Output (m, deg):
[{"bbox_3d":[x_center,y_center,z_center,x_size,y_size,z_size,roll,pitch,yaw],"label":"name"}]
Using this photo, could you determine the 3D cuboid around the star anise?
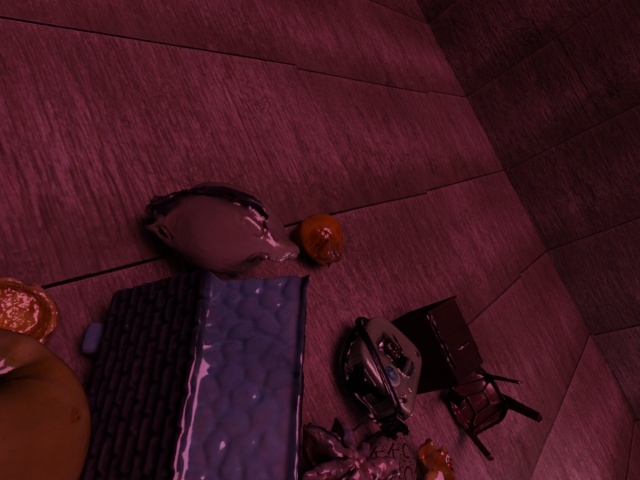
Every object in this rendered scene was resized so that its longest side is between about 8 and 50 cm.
[{"bbox_3d":[0.052,0.411,0.755,0.237,0.093,0.229,25,21,-28],"label":"star anise"}]

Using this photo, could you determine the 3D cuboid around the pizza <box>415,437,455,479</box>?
[{"bbox_3d":[0.280,0.655,0.914,0.440,0.130,0.405,5,71,-44],"label":"pizza"}]

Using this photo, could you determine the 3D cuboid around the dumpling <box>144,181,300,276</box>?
[{"bbox_3d":[-0.170,-0.037,0.785,0.293,0.163,0.204,16,27,10],"label":"dumpling"}]

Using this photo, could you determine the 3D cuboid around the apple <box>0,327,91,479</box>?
[{"bbox_3d":[-0.375,0.216,0.413,0.263,0.262,0.262,24,52,-35],"label":"apple"}]

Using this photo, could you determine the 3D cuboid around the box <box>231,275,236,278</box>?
[{"bbox_3d":[-0.163,0.027,0.910,0.050,0.036,0.117,51,40,-10],"label":"box"}]

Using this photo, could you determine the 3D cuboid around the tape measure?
[{"bbox_3d":[0.137,0.291,0.976,0.207,0.115,0.235,46,34,-7],"label":"tape measure"}]

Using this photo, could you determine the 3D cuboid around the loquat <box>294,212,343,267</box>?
[{"bbox_3d":[0.000,0.000,1.044,0.137,0.113,0.137,56,17,-28],"label":"loquat"}]

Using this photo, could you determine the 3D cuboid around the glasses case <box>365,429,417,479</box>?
[{"bbox_3d":[0.087,0.518,0.836,0.355,0.085,0.137,-23,83,-50],"label":"glasses case"}]

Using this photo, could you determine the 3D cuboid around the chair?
[{"bbox_3d":[0.459,0.456,1.235,0.175,0.183,0.326,63,-4,4],"label":"chair"}]

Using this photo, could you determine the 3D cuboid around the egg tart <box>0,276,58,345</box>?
[{"bbox_3d":[-0.430,0.107,0.582,0.129,0.049,0.128,22,54,-34],"label":"egg tart"}]

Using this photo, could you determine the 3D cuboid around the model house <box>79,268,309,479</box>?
[{"bbox_3d":[-0.190,0.251,0.611,0.340,0.297,0.359,3,60,-3],"label":"model house"}]

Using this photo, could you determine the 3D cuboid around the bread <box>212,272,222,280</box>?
[{"bbox_3d":[-0.181,0.126,0.797,0.139,0.084,0.074,34,46,-28],"label":"bread"}]

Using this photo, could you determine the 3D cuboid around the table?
[{"bbox_3d":[0.304,0.278,1.133,0.169,0.173,0.193,-12,76,-49],"label":"table"}]
